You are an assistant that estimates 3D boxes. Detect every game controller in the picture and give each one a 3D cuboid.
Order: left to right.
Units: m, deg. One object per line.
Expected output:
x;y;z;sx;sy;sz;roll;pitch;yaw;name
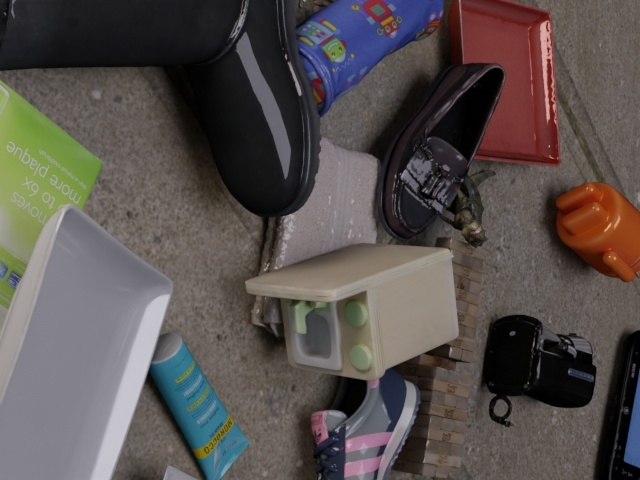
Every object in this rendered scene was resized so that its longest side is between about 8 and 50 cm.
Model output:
0.581;0.326;2.411;0.166;0.067;0.319;30;67;-44;game controller

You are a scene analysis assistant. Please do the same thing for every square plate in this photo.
-0.268;0.162;1.364;0.347;0.049;0.344;53;54;-71;square plate

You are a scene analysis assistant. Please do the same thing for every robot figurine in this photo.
0.485;-0.018;2.262;0.219;0.158;0.128;35;86;-42;robot figurine

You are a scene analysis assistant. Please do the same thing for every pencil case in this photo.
0.043;-0.270;1.770;0.119;0.133;0.306;53;50;-4;pencil case

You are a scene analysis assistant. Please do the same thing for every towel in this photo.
0.000;0.000;1.777;0.187;0.049;0.282;18;76;-47;towel

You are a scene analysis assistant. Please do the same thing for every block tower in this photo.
0.159;0.168;1.922;0.091;0.097;0.335;18;78;-47;block tower

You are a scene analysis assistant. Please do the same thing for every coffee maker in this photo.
0.345;0.216;2.129;0.178;0.120;0.171;22;96;-45;coffee maker

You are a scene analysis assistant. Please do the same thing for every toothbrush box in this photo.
-0.370;-0.012;1.308;0.206;0.122;0.283;42;61;-40;toothbrush box

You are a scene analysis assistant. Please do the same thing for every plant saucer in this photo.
0.282;-0.247;2.087;0.258;0.048;0.259;1;85;-48;plant saucer

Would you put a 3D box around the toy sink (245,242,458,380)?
0.041;0.093;1.676;0.234;0.153;0.131;-17;105;-46;toy sink

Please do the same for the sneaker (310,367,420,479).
0.022;0.297;1.768;0.131;0.112;0.319;37;54;-24;sneaker

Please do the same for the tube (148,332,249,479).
-0.150;0.203;1.612;0.080;0.052;0.207;-45;128;-27;tube

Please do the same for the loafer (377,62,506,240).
0.172;-0.136;1.865;0.109;0.095;0.302;41;59;-26;loafer

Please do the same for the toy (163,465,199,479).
-0.149;0.370;1.600;0.237;0.056;0.136;39;58;-46;toy

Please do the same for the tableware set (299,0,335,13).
-0.015;-0.362;1.783;0.154;0.024;0.104;13;80;-47;tableware set

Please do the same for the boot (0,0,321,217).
-0.190;-0.202;1.455;0.445;0.146;0.366;-3;83;-58;boot

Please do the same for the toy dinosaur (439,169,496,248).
0.204;-0.074;1.977;0.118;0.064;0.268;41;27;-12;toy dinosaur
